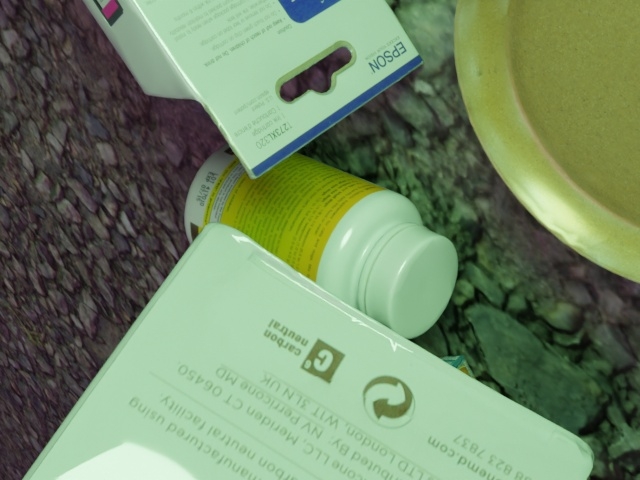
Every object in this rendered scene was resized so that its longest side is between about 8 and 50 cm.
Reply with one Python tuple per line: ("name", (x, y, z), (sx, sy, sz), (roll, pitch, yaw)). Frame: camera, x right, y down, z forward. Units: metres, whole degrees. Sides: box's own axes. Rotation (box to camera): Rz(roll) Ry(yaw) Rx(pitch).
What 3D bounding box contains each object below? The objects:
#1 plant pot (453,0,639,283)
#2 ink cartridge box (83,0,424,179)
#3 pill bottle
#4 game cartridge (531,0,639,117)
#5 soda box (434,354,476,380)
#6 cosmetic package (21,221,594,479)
("plant pot", (0.173, -0.078, 0.590), (0.236, 0.032, 0.236), (33, 143, 29))
("ink cartridge box", (-0.097, -0.228, 0.745), (0.371, 0.176, 0.069), (55, 148, -5))
("pill bottle", (0.000, 0.000, 0.897), (0.215, 0.117, 0.117), (25, 138, 37))
("game cartridge", (0.234, -0.133, 0.537), (0.297, 0.062, 0.198), (23, 134, 38))
("soda box", (0.065, 0.144, 1.011), (0.183, 0.058, 0.063), (-11, 112, 54))
("cosmetic package", (-0.057, 0.258, 0.886), (0.329, 0.327, 0.393), (32, 154, 2))
